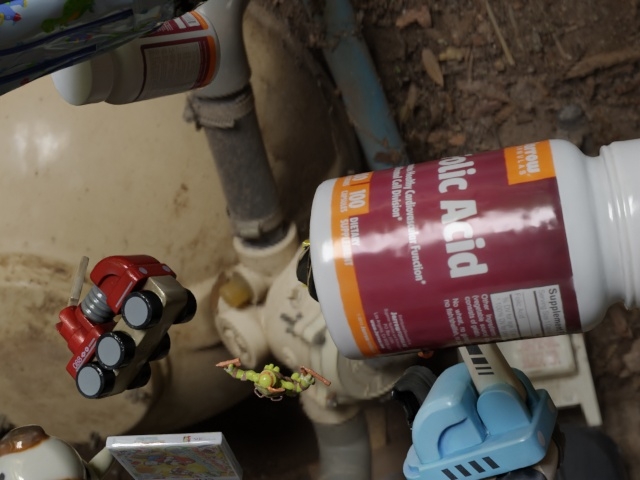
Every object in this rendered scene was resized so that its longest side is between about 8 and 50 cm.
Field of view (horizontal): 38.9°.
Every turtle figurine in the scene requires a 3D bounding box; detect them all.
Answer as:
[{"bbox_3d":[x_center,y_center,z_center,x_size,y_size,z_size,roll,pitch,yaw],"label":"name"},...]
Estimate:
[{"bbox_3d":[-0.098,0.331,2.109,0.269,0.087,0.217,5,170,10],"label":"turtle figurine"}]

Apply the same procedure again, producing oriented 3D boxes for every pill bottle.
[{"bbox_3d":[-0.257,-0.255,1.266,0.121,0.221,0.121,17,117,39],"label":"pill bottle"},{"bbox_3d":[0.203,0.007,1.047,0.392,0.224,0.224,-9,128,14],"label":"pill bottle"}]

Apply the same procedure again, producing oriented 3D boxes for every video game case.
[{"bbox_3d":[-0.263,0.405,1.672,0.206,0.026,0.227,-3,148,4],"label":"video game case"}]

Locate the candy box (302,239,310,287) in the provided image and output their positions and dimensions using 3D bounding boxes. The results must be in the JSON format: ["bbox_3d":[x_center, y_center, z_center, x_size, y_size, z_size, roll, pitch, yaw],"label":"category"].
[{"bbox_3d":[0.062,0.060,1.961,0.205,0.027,0.105,6,107,14],"label":"candy box"}]

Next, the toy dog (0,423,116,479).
[{"bbox_3d":[-0.575,0.546,1.870,0.395,0.285,0.408,-26,161,-23],"label":"toy dog"}]

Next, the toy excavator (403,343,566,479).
[{"bbox_3d":[0.290,0.267,1.591,0.433,0.222,0.445,-26,100,31],"label":"toy excavator"}]

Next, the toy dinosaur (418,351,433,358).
[{"bbox_3d":[0.162,0.132,1.349,0.090,0.082,0.047,-33,145,25],"label":"toy dinosaur"}]

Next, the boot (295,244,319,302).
[{"bbox_3d":[0.000,0.000,1.617,0.076,0.137,0.198,16,95,-20],"label":"boot"}]

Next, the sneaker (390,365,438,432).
[{"bbox_3d":[0.262,0.417,2.035,0.286,0.130,0.109,45,123,18],"label":"sneaker"}]

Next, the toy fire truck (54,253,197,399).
[{"bbox_3d":[-0.335,0.094,1.429,0.246,0.158,0.217,43,109,20],"label":"toy fire truck"}]

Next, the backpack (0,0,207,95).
[{"bbox_3d":[-0.331,-0.287,0.923,0.290,0.355,0.273,57,150,10],"label":"backpack"}]
